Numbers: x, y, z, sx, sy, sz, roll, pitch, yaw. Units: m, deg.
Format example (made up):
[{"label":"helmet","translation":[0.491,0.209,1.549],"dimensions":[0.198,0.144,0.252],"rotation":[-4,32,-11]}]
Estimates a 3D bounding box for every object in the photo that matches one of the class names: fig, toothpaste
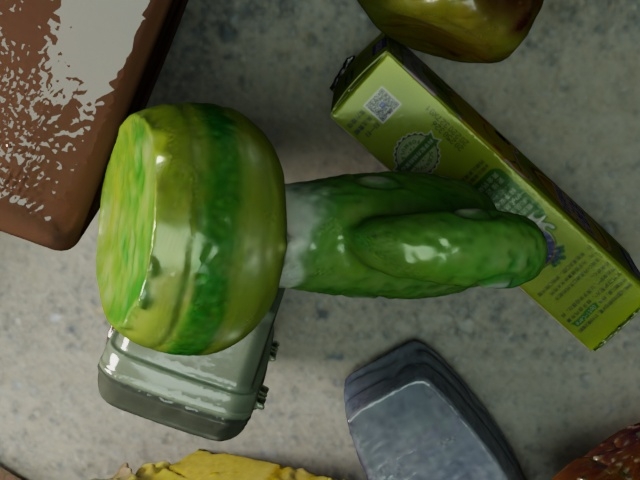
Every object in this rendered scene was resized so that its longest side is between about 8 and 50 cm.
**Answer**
[{"label":"fig","translation":[0.112,-0.215,1.017],"dimensions":[0.165,0.144,0.154],"rotation":[-19,74,30]},{"label":"toothpaste","translation":[0.147,-0.046,1.086],"dimensions":[0.327,0.110,0.077],"rotation":[41,105,-10]}]

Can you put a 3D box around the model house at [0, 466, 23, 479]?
[{"label":"model house","translation":[-0.344,0.374,1.234],"dimensions":[0.244,0.169,0.326],"rotation":[-20,106,8]}]

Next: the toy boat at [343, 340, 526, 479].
[{"label":"toy boat","translation":[0.129,0.235,1.202],"dimensions":[0.127,0.078,0.283],"rotation":[-31,103,10]}]

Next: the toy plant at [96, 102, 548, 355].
[{"label":"toy plant","translation":[0.000,0.000,0.940],"dimensions":[0.316,0.224,0.184],"rotation":[5,88,-22]}]

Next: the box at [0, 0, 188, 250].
[{"label":"box","translation":[-0.237,-0.191,0.998],"dimensions":[0.229,0.239,0.339],"rotation":[23,108,-7]}]

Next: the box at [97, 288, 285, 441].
[{"label":"box","translation":[-0.104,0.073,1.092],"dimensions":[0.148,0.210,0.129],"rotation":[20,106,-3]}]

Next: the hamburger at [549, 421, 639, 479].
[{"label":"hamburger","translation":[0.338,0.250,1.107],"dimensions":[0.286,0.243,0.146],"rotation":[-13,105,2]}]

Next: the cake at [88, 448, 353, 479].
[{"label":"cake","translation":[-0.113,0.342,1.165],"dimensions":[0.286,0.222,0.227],"rotation":[7,111,25]}]
